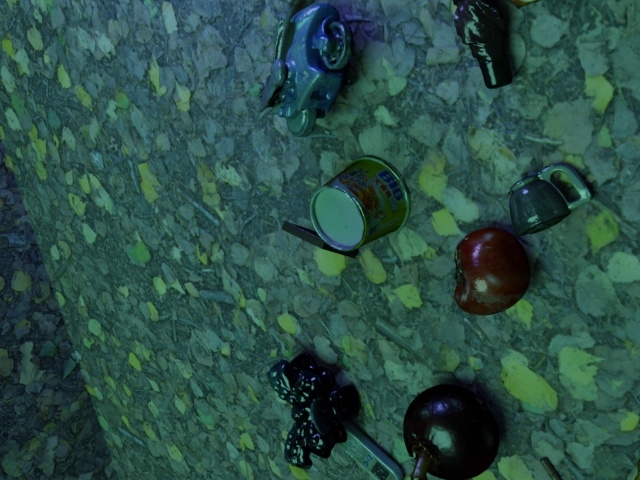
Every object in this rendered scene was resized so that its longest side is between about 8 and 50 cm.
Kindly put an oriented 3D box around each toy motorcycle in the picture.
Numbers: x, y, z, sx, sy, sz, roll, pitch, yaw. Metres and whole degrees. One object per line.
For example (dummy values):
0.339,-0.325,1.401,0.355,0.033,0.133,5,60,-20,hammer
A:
-0.043,-0.388,1.644,0.241,0.182,0.319,47,138,12,toy motorcycle

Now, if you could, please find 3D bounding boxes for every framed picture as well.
0.000,0.000,1.852,0.128,0.168,0.023,26,95,31,framed picture

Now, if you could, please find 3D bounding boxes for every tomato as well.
0.350,0.066,1.577,0.187,0.152,0.187,172,90,-84,tomato

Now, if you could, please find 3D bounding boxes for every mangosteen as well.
0.283,0.469,1.784,0.236,0.261,0.235,24,130,32,mangosteen

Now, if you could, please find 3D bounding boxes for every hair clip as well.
-0.025,0.469,2.104,0.206,0.195,0.310,-13,90,39,hair clip

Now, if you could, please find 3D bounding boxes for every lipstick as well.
0.542,0.547,1.768,0.094,0.019,0.019,55,138,3,lipstick

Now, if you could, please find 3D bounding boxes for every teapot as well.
0.421,-0.080,1.452,0.149,0.111,0.108,-37,72,53,teapot

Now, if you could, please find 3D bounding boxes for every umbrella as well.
0.282,-0.430,1.387,0.094,0.090,0.325,-11,106,23,umbrella

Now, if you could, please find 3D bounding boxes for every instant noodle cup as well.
0.083,-0.072,1.736,0.205,0.153,0.204,22,128,31,instant noodle cup

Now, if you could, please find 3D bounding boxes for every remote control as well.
0.136,0.607,2.161,0.244,0.047,0.087,40,131,20,remote control

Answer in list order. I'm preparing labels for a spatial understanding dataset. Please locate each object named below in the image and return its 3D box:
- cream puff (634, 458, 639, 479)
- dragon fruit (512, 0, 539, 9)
0.687,0.486,1.511,0.121,0.156,0.156,7,118,28,cream puff
0.325,-0.503,1.220,0.224,0.224,0.227,-5,115,44,dragon fruit
